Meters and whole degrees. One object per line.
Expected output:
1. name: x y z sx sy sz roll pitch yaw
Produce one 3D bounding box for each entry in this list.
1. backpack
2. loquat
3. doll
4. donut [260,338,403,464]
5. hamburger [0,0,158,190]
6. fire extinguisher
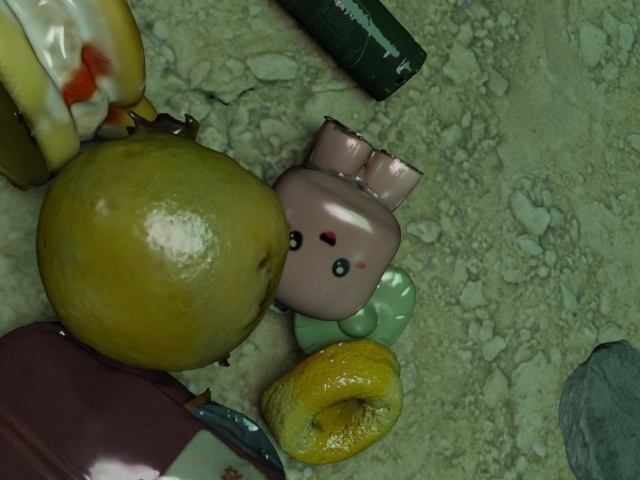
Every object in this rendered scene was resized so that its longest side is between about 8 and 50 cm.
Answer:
1. backpack: -0.231 0.233 0.674 0.317 0.197 0.283 40 68 -1
2. loquat: -0.143 0.000 0.649 0.244 0.244 0.243 2 85 -27
3. doll: 0.000 0.000 0.833 0.284 0.216 0.268 31 97 -5
4. donut: 0.021 0.197 0.817 0.178 0.065 0.162 -43 129 18
5. hamburger: -0.273 -0.186 0.658 0.186 0.261 0.302 -44 123 -27
6. fire extinguisher: 0.006 -0.318 0.881 0.311 0.114 0.095 42 65 -16
